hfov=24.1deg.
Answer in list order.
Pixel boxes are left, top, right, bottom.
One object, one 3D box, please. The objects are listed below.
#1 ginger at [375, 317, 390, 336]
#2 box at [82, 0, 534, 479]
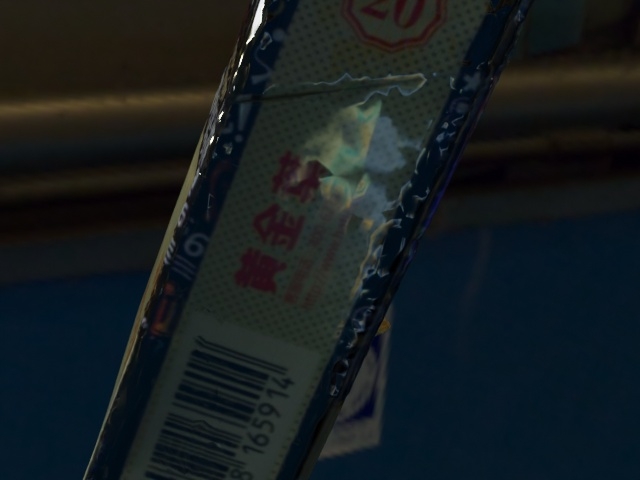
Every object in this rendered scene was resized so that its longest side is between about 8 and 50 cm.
[{"bbox_3d":[0.000,0.000,1.151,0.131,0.086,0.294,12,-143,1],"label":"ginger"},{"bbox_3d":[-0.008,-0.029,0.604,0.084,0.310,0.198,20,-151,-6],"label":"box"}]
